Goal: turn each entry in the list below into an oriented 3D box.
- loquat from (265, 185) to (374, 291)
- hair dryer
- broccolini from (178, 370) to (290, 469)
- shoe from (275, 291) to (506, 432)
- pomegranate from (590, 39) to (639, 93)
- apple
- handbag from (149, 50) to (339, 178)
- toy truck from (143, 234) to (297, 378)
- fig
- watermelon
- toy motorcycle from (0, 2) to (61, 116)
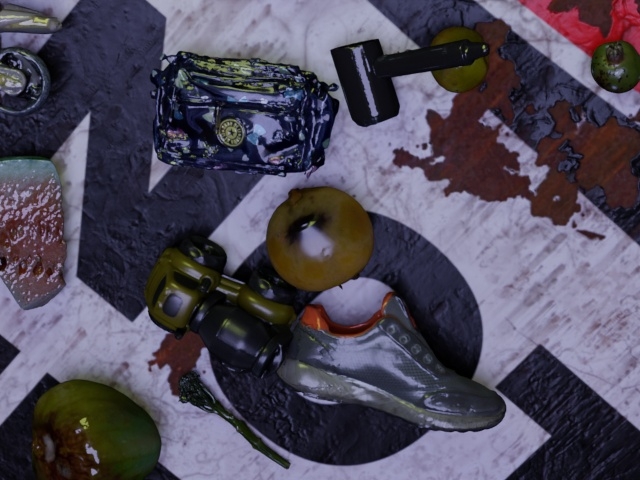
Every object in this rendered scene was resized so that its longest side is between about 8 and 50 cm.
[{"bbox_3d":[0.000,0.000,1.749,0.163,0.137,0.163,-2,99,-12],"label":"loquat"},{"bbox_3d":[0.128,-0.219,1.649,0.248,0.070,0.114,-3,112,42],"label":"hair dryer"},{"bbox_3d":[-0.127,0.273,1.903,0.218,0.042,0.044,37,134,-12],"label":"broccolini"},{"bbox_3d":[0.113,0.160,1.806,0.336,0.132,0.171,14,99,3],"label":"shoe"},{"bbox_3d":[0.394,-0.230,1.669,0.073,0.084,0.073,2,100,11],"label":"pomegranate"},{"bbox_3d":[0.186,-0.241,1.680,0.074,0.089,0.089,-11,107,23],"label":"apple"},{"bbox_3d":[-0.110,-0.172,1.716,0.260,0.113,0.162,8,102,10],"label":"handbag"},{"bbox_3d":[-0.146,0.104,1.778,0.224,0.165,0.147,29,107,-3],"label":"toy truck"},{"bbox_3d":[-0.332,0.299,1.859,0.191,0.181,0.181,10,110,-24],"label":"fig"},{"bbox_3d":[-0.432,-0.008,1.817,0.154,0.094,0.241,-12,108,-2],"label":"watermelon"},{"bbox_3d":[-0.526,-0.291,1.717,0.340,0.108,0.223,11,100,0],"label":"toy motorcycle"}]
